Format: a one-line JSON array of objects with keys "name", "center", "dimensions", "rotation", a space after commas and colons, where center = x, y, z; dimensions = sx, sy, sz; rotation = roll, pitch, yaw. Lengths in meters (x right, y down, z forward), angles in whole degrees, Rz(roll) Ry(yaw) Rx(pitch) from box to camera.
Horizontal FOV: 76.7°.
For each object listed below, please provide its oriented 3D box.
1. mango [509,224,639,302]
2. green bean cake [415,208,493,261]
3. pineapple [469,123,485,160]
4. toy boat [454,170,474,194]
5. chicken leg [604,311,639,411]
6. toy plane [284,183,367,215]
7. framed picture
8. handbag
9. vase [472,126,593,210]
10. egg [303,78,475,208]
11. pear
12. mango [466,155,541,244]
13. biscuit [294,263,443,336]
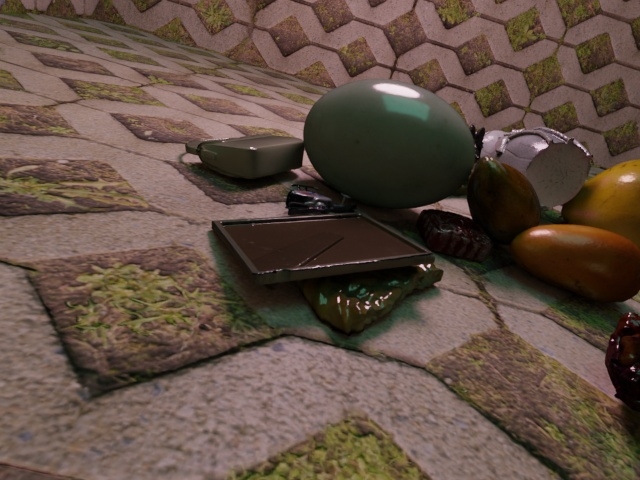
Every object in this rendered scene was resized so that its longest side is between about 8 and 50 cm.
[{"name": "mango", "center": [0.506, 0.033, 0.810], "dimensions": [0.256, 0.138, 0.187], "rotation": [12, 14, -24]}, {"name": "green bean cake", "center": [0.284, -0.017, 0.863], "dimensions": [0.135, 0.057, 0.136], "rotation": [14, 26, -10]}, {"name": "pineapple", "center": [0.408, -0.319, 1.323], "dimensions": [0.222, 0.223, 0.357], "rotation": [-1, 28, -33]}, {"name": "toy boat", "center": [0.429, -0.183, 1.272], "dimensions": [0.292, 0.055, 0.093], "rotation": [-9, 37, -43]}, {"name": "chicken leg", "center": [0.511, 0.151, 0.602], "dimensions": [0.406, 0.096, 0.158], "rotation": [-24, 77, -43]}, {"name": "toy plane", "center": [0.002, -0.069, 0.790], "dimensions": [0.196, 0.054, 0.078], "rotation": [3, 22, -39]}, {"name": "framed picture", "center": [0.000, 0.000, 0.631], "dimensions": [0.289, 0.020, 0.211], "rotation": [-4, 22, -28]}, {"name": "handbag", "center": [-0.178, -0.207, 0.946], "dimensions": [0.219, 0.079, 0.256], "rotation": [17, 24, 26]}, {"name": "vase", "center": [0.657, -0.252, 1.337], "dimensions": [0.249, 0.250, 0.445], "rotation": [14, 18, -6]}, {"name": "egg", "center": [0.147, -0.214, 0.912], "dimensions": [0.388, 0.276, 0.276], "rotation": [18, 26, 14]}, {"name": "pear", "center": [0.893, -0.087, 1.172], "dimensions": [0.284, 0.285, 0.336], "rotation": [14, -14, -6]}, {"name": "mango", "center": [0.401, -0.091, 0.897], "dimensions": [0.316, 0.146, 0.193], "rotation": [27, 41, -59]}, {"name": "biscuit", "center": [0.061, 0.045, 0.631], "dimensions": [0.187, 0.036, 0.273], "rotation": [27, 29, 30]}]
